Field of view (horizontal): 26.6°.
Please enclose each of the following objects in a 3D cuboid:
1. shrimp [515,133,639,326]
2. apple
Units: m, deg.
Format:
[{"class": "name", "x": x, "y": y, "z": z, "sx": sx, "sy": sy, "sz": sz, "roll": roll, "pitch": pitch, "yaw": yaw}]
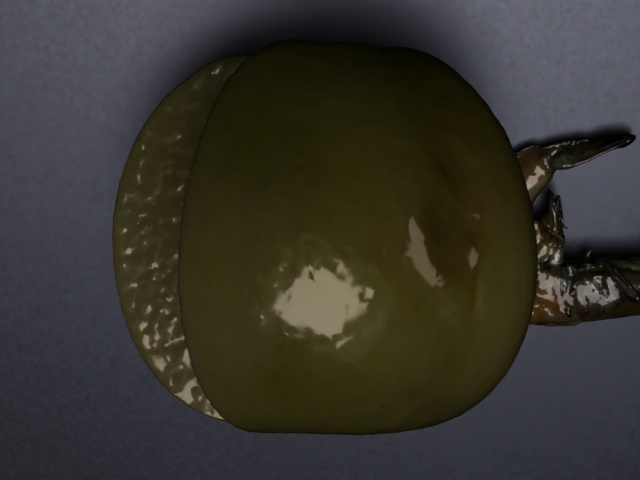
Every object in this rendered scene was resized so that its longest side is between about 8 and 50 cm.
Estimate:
[{"class": "shrimp", "x": 0.213, "y": -0.006, "z": 1.028, "sx": 0.217, "sy": 0.051, "sz": 0.150, "roll": -3, "pitch": 106, "yaw": 6}, {"class": "apple", "x": 0.000, "y": 0.000, "z": 0.905, "sx": 0.292, "sy": 0.292, "sz": 0.254, "roll": 1, "pitch": 89, "yaw": 0}]
